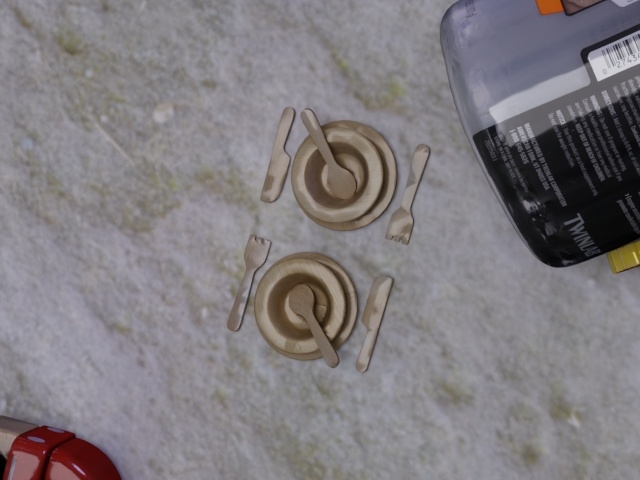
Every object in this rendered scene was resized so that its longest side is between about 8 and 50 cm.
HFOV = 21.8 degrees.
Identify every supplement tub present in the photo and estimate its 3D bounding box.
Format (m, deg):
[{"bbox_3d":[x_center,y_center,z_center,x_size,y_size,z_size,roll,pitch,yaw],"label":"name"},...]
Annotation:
[{"bbox_3d":[0.269,-0.132,1.127,0.338,0.207,0.207,-23,81,15],"label":"supplement tub"}]

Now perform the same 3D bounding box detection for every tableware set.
[{"bbox_3d":[0.000,0.000,1.295,0.128,0.039,0.194,16,93,18],"label":"tableware set"}]

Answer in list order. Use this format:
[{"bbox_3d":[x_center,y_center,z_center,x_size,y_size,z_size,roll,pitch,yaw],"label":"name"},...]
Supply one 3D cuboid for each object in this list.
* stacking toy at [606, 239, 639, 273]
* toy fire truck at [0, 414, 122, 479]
[{"bbox_3d":[0.330,0.046,1.164,0.221,0.052,0.167,-24,82,27],"label":"stacking toy"},{"bbox_3d":[-0.199,0.272,1.303,0.246,0.158,0.217,14,92,6],"label":"toy fire truck"}]
